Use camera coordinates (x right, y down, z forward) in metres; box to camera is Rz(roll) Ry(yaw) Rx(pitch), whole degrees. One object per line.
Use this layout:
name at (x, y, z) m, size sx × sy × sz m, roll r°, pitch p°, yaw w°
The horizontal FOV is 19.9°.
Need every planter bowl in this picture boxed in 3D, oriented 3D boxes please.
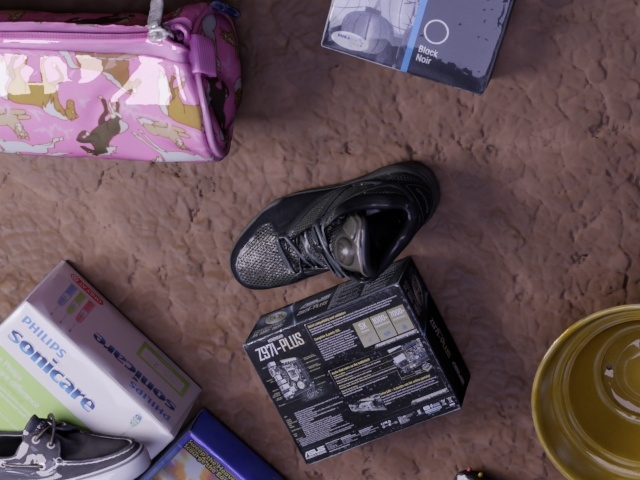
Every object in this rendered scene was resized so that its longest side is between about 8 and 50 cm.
planter bowl at (0.319, 0.146, 1.777) m, size 0.217 × 0.090 × 0.217 m, roll 5°, pitch 111°, yaw 13°

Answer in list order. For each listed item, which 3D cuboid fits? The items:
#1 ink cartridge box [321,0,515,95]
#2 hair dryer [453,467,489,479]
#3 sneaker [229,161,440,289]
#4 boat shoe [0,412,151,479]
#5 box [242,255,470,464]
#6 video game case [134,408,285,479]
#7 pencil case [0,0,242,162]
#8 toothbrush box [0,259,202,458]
ink cartridge box at (0.121, -0.312, 1.662) m, size 0.165 × 0.065 × 0.333 m, roll 17°, pitch 112°, yaw 6°
hair dryer at (0.263, 0.357, 1.885) m, size 0.293 × 0.080 × 0.224 m, roll 15°, pitch 117°, yaw 24°
sneaker at (0.000, 0.000, 1.773) m, size 0.227 × 0.130 × 0.087 m, roll -19°, pitch 104°, yaw 21°
boat shoe at (-0.282, 0.209, 1.817) m, size 0.228 × 0.080 × 0.076 m, roll -6°, pitch 111°, yaw 21°
box at (0.038, 0.122, 1.838) m, size 0.180 × 0.077 × 0.147 m, roll -23°, pitch 104°, yaw 19°
video game case at (-0.108, 0.352, 1.968) m, size 0.269 × 0.061 × 0.244 m, roll 42°, pitch 115°, yaw -6°
pencil case at (-0.270, -0.158, 1.756) m, size 0.386 × 0.160 × 0.167 m, roll 2°, pitch 112°, yaw 13°
toothbrush box at (-0.300, 0.197, 1.918) m, size 0.206 × 0.122 × 0.283 m, roll 43°, pitch 114°, yaw -6°
